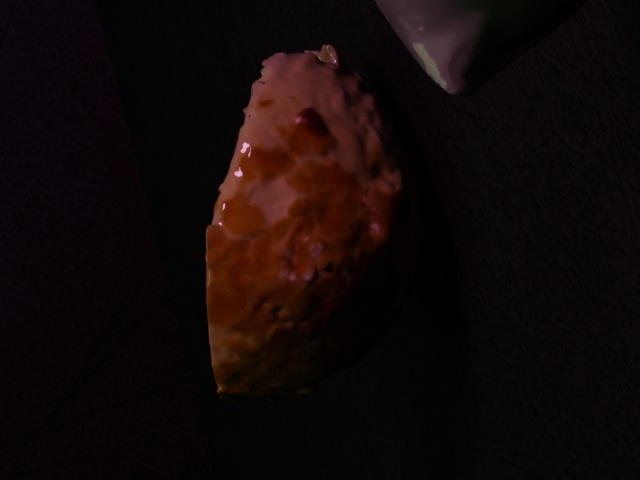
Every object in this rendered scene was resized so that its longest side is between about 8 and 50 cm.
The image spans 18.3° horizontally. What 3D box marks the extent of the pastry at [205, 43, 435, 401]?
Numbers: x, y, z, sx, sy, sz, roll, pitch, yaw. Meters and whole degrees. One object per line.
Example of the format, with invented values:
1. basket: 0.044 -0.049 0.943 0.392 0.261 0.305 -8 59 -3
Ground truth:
1. pastry: 0.000 -0.002 1.523 0.236 0.170 0.256 -79 0 -54

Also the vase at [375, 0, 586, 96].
1. vase: 0.126 -0.215 0.895 0.301 0.156 0.251 153 126 -71
